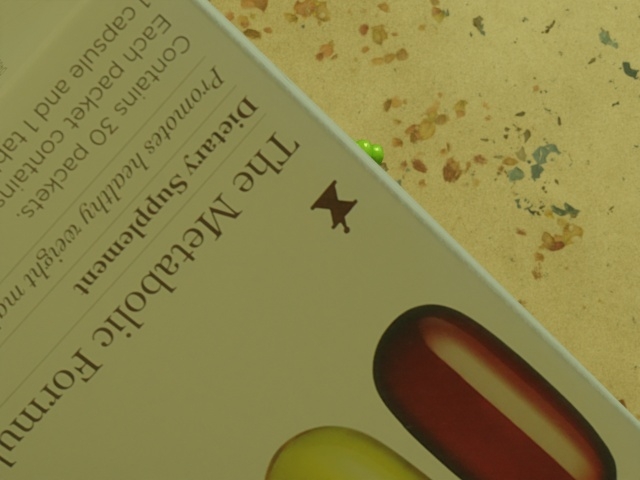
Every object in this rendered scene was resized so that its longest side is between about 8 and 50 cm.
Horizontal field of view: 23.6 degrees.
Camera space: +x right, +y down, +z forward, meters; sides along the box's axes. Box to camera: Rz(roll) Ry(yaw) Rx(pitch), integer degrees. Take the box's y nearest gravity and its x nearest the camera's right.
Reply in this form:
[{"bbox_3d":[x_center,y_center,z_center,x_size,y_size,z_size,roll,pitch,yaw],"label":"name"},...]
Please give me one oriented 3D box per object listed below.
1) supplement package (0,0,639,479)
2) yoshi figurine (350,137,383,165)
[{"bbox_3d":[-0.024,0.038,0.421,0.244,0.139,0.134,41,1,-29],"label":"supplement package"},{"bbox_3d":[0.018,0.003,1.578,0.362,0.203,0.203,38,11,-36],"label":"yoshi figurine"}]
